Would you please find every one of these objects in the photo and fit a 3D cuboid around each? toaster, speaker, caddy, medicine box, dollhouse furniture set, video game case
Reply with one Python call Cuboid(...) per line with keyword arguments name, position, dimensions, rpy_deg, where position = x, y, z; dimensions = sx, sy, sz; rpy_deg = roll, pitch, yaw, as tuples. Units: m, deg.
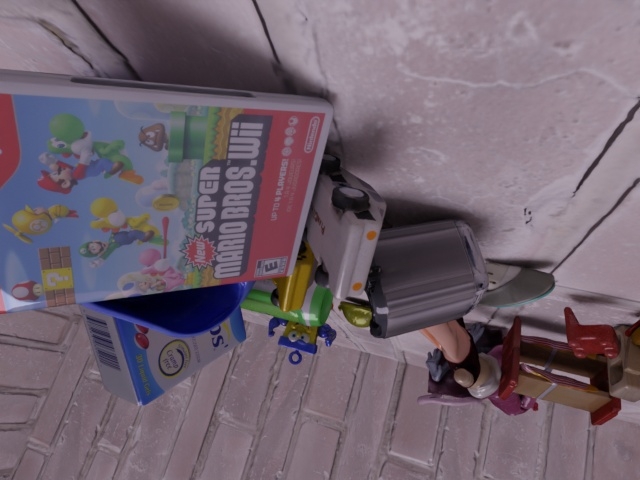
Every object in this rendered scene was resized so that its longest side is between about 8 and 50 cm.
Cuboid(name="toaster", position=(0.129, 0.051, 0.602), dimensions=(0.147, 0.129, 0.227), rpy_deg=(-13, 156, 1))
Cuboid(name="speaker", position=(-0.123, 0.134, 1.141), dimensions=(0.297, 0.131, 0.131), rpy_deg=(11, 162, 18))
Cuboid(name="caddy", position=(-0.193, -0.021, 0.543), dimensions=(0.179, 0.241, 0.341), rpy_deg=(14, 164, 30))
Cuboid(name="medicine box", position=(-0.329, 0.148, 0.947), dimensions=(0.149, 0.263, 0.289), rpy_deg=(4, -160, 37))
Cuboid(name="dollhouse furniture set", position=(0.482, 0.195, 0.815), dimensions=(0.202, 0.152, 0.374), rpy_deg=(13, 145, 13))
Cuboid(name="video game case", position=(-0.137, -0.035, 0.392), dimensions=(0.285, 0.204, 0.025), rpy_deg=(-5, -142, -29))

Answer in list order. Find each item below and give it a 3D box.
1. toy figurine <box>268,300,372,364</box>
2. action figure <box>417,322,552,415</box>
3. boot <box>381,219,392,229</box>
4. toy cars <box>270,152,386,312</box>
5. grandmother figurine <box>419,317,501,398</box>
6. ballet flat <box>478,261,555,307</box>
Cuboid(name="toy figurine", position=(-0.018, 0.261, 1.284), dimensions=(0.363, 0.217, 0.191), rpy_deg=(14, 163, 8))
Cuboid(name="action figure", position=(0.469, 0.376, 1.149), dimensions=(0.370, 0.275, 0.248), rpy_deg=(40, 148, -23))
Cuboid(name="boot", position=(0.050, -0.026, 0.644), dimensions=(0.087, 0.042, 0.118), rpy_deg=(25, 161, -6))
Cuboid(name="toy cars", position=(0.000, 0.000, 0.567), dimensions=(0.087, 0.176, 0.394), rpy_deg=(3, 167, -18))
Cuboid(name="grandmother figurine", position=(0.267, 0.205, 0.888), dimensions=(0.104, 0.207, 0.342), rpy_deg=(-18, 126, 33))
Cuboid(name="ballet flat", position=(0.261, 0.069, 0.698), dimensions=(0.068, 0.072, 0.213), rpy_deg=(50, 154, -4))
